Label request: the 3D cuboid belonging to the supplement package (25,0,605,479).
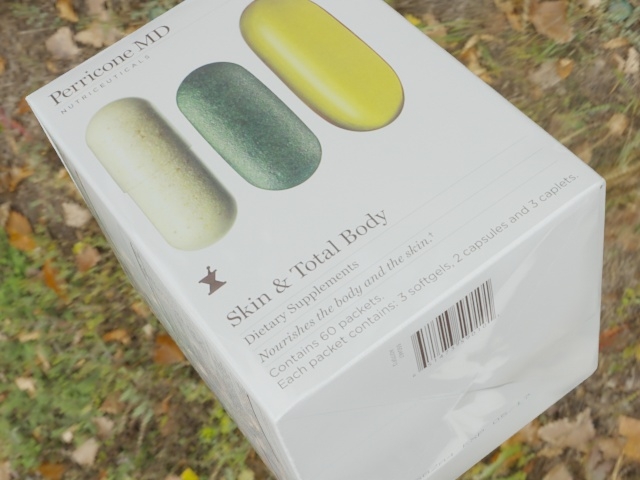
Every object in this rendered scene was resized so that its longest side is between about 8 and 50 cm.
[{"bbox_3d":[0.000,0.000,0.643,0.199,0.198,0.262,-35,55,-12],"label":"supplement package"}]
